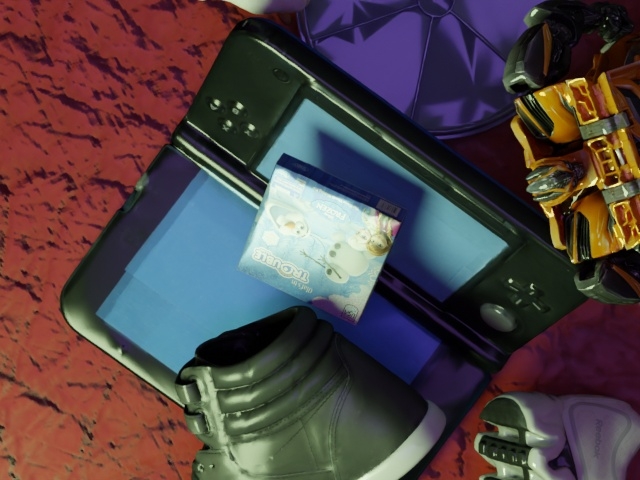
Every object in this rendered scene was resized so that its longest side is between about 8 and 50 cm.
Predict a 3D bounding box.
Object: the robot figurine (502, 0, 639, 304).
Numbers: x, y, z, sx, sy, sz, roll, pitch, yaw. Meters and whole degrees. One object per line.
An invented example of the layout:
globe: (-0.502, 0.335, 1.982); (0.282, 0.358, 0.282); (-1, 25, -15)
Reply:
robot figurine: (0.230, -0.074, 1.101); (0.085, 0.291, 0.211); (-19, 93, 42)

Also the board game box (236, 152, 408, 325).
board game box: (0.000, 0.000, 1.095); (0.090, 0.020, 0.090); (25, 124, 5)

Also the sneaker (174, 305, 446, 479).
sneaker: (-0.071, 0.153, 1.149); (0.296, 0.104, 0.147); (-38, 98, 18)

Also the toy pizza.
toy pizza: (0.082, -0.173, 1.202); (0.201, 0.032, 0.201); (0, 93, -1)

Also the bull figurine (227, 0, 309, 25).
bull figurine: (-0.007, -0.297, 1.145); (0.188, 0.101, 0.310); (40, 86, 14)

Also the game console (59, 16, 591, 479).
game console: (-0.003, 0.033, 1.143); (0.293, 0.250, 0.173); (35, 64, -3)

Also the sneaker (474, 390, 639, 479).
sneaker: (0.181, 0.248, 1.186); (0.118, 0.110, 0.292); (-4, 99, -23)
